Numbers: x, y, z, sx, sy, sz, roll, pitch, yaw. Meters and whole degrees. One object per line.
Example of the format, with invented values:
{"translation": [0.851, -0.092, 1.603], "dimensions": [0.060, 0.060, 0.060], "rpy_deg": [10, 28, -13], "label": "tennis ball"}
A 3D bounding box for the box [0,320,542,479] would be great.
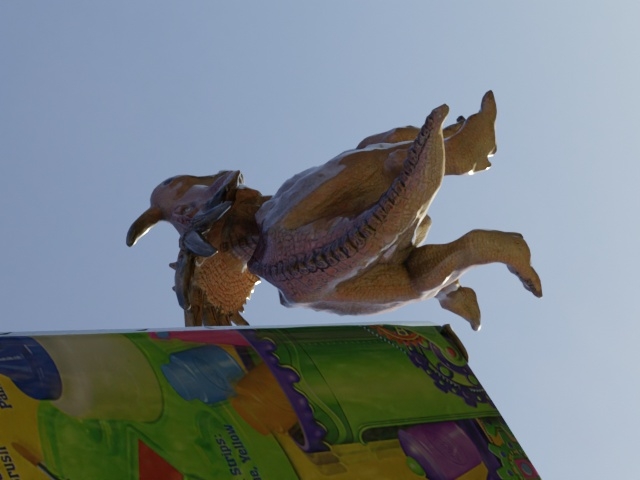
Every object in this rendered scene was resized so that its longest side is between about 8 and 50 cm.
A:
{"translation": [-0.044, 0.183, 0.427], "dimensions": [0.279, 0.177, 0.290], "rpy_deg": [2, -129, -47], "label": "box"}

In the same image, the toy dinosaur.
{"translation": [0.000, 0.000, 1.064], "dimensions": [0.295, 0.200, 0.127], "rpy_deg": [150, 111, -80], "label": "toy dinosaur"}
